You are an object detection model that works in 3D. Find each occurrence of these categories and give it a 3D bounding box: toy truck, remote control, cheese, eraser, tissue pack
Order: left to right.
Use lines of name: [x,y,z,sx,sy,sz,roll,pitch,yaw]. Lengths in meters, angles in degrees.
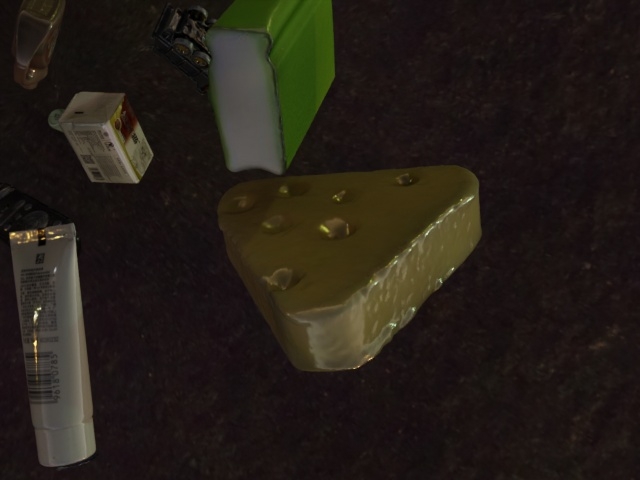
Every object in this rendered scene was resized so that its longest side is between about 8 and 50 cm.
remote control: [-0.474,-0.024,1.075,0.090,0.266,0.066,-47,143,-26]
tissue pack: [-0.391,-0.189,1.239,0.106,0.099,0.148,3,139,14]
toy truck: [-0.184,-0.300,1.095,0.192,0.092,0.083,34,61,-37]
eraser: [-0.056,-0.248,0.913,0.092,0.274,0.210,8,131,15]
cheese: [-0.001,0.001,0.932,0.384,0.384,0.104,-20,122,-16]

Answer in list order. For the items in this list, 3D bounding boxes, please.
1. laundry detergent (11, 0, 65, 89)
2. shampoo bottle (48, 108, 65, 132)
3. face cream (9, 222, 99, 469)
laundry detergent: [-0.604,-0.389,1.399,0.076,0.171,0.237,20,136,-20]
shampoo bottle: [-0.446,-0.207,1.349,0.191,0.069,0.041,25,81,-45]
face cream: [-0.273,0.107,0.688,0.058,0.092,0.243,-7,91,-65]
